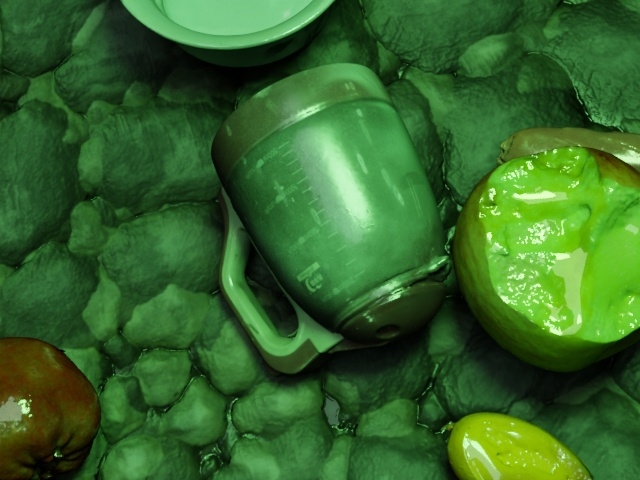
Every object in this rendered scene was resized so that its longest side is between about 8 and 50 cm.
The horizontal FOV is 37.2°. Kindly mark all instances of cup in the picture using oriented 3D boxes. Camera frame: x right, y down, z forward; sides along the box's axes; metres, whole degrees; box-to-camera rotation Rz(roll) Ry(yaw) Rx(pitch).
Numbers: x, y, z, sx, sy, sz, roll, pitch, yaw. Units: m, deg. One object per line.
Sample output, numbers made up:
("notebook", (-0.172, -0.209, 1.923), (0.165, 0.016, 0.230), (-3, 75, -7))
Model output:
("cup", (-0.110, -0.382, 1.334), (0.347, 0.163, 0.347), (-2, 71, 5))

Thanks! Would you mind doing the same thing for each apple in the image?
("apple", (0.277, 0.025, 1.062), (0.246, 0.246, 0.226), (-21, 67, 0))

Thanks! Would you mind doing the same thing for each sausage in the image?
("sausage", (0.436, -0.088, 1.173), (0.433, 0.088, 0.088), (6, 69, 11))

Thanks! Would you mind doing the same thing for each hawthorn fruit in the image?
("hawthorn fruit", (-0.364, 0.195, 1.137), (0.185, 0.185, 0.202), (-29, 62, -4))

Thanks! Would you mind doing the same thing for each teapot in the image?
("teapot", (0.000, 0.000, 1.153), (0.315, 0.233, 0.312), (-35, 68, 26))

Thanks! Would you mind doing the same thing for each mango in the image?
("mango", (0.223, 0.253, 1.077), (0.187, 0.066, 0.101), (18, 64, 10))
